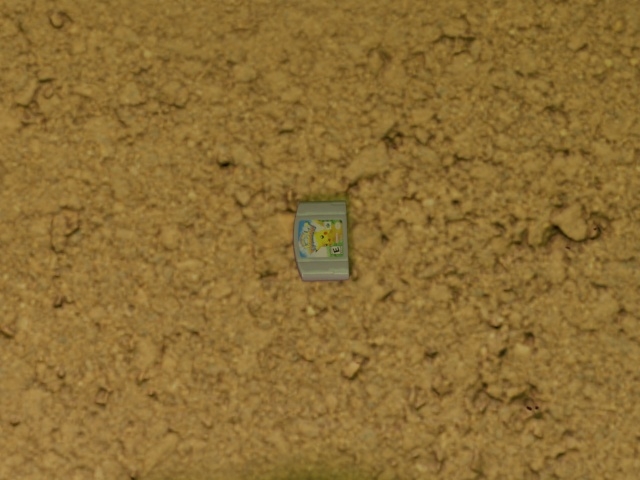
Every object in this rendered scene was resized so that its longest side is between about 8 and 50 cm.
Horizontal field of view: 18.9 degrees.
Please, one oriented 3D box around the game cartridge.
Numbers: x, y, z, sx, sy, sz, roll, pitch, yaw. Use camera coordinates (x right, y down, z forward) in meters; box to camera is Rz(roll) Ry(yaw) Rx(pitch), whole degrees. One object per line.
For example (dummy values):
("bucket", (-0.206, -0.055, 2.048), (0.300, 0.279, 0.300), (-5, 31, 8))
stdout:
("game cartridge", (0.000, 0.000, 1.930), (0.056, 0.017, 0.083), (-3, 72, 0))
